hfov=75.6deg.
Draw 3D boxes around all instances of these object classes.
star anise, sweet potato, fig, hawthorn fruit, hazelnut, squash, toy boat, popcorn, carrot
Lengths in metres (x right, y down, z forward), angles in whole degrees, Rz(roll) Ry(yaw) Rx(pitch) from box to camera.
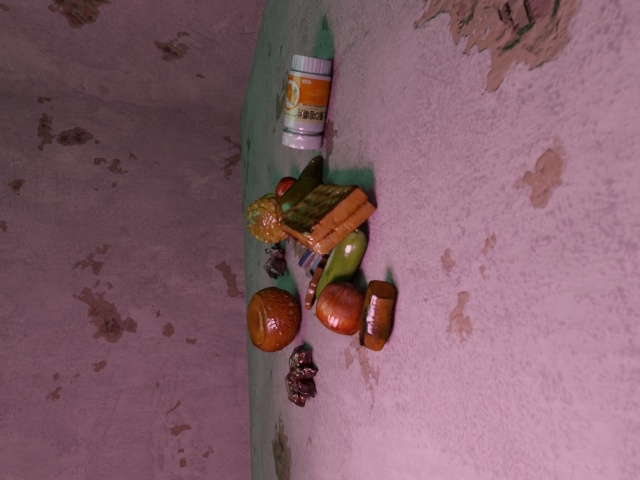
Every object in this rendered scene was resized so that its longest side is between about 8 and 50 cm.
[{"bbox_3d":[-0.088,0.543,1.664,0.236,0.109,0.223,-107,30,-47],"label":"star anise"},{"bbox_3d":[-0.063,-0.188,1.644,0.310,0.098,0.124,116,157,-44],"label":"sweet potato"},{"bbox_3d":[-0.058,-0.135,1.486,0.181,0.191,0.181,48,148,44],"label":"fig"},{"bbox_3d":[-0.144,-0.227,1.850,0.128,0.128,0.128,-179,90,-71],"label":"hawthorn fruit"},{"bbox_3d":[0.062,0.191,1.187,0.150,0.150,0.150,-179,90,-71],"label":"hazelnut"},{"bbox_3d":[0.054,0.107,1.268,0.378,0.101,0.101,113,152,-42],"label":"squash"},{"bbox_3d":[-0.012,0.091,1.588,0.096,0.034,0.122,-125,49,-60],"label":"toy boat"},{"bbox_3d":[-0.236,0.101,2.121,0.257,0.111,0.198,169,101,-77],"label":"star anise"},{"bbox_3d":[-0.247,-0.109,2.031,0.225,0.249,0.249,-55,-26,-69],"label":"popcorn"},{"bbox_3d":[0.142,0.190,1.032,0.082,0.082,0.173,-130,45,-63],"label":"carrot"}]

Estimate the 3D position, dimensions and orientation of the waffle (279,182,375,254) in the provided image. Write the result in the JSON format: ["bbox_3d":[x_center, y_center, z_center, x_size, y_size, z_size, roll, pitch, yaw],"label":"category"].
[{"bbox_3d":[0.006,-0.076,1.244,0.098,0.224,0.328,52,171,-18],"label":"waffle"}]

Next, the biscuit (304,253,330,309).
[{"bbox_3d":[-0.018,0.150,1.422,0.215,0.034,0.182,-61,-13,-54],"label":"biscuit"}]

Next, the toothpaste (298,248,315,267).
[{"bbox_3d":[-0.054,0.068,1.693,0.197,0.035,0.057,126,136,-54],"label":"toothpaste"}]

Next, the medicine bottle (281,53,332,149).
[{"bbox_3d":[-0.050,-0.508,1.521,0.158,0.158,0.318,-125,40,-60],"label":"medicine bottle"}]

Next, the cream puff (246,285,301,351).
[{"bbox_3d":[-0.200,0.350,1.844,0.303,0.212,0.303,-8,81,62],"label":"cream puff"}]
